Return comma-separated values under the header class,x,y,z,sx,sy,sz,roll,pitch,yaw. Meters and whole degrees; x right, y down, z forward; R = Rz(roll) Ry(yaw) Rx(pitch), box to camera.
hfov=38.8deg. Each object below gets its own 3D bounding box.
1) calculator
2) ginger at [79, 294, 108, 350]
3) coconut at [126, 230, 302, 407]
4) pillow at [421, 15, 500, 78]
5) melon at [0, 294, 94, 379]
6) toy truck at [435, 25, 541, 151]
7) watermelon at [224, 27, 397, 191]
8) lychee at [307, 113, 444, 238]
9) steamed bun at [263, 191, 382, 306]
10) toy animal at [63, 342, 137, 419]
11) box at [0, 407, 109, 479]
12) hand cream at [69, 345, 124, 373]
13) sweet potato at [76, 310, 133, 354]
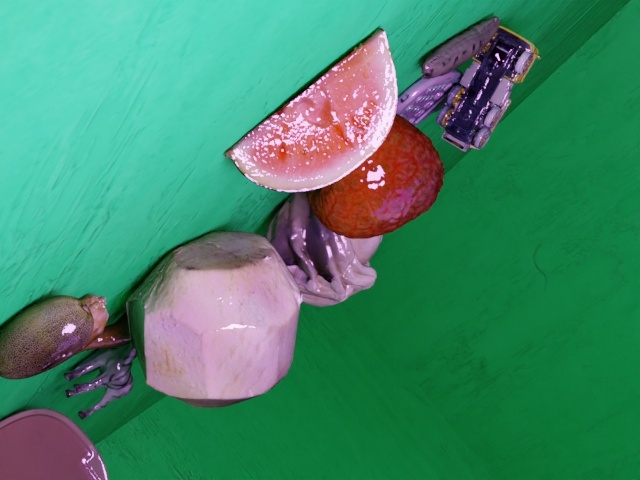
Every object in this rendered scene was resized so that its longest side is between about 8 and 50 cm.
class,x,y,z,sx,sy,sz,roll,pitch,yaw
calculator,0.234,-0.315,2.020,0.185,0.041,0.299,-42,171,25
ginger,-0.425,0.157,1.481,0.190,0.069,0.095,-35,150,-27
coconut,-0.199,0.158,1.729,0.352,0.352,0.352,-39,173,-5
pillow,0.268,-0.370,1.798,0.241,0.051,0.093,-38,174,-31
melon,-0.412,0.144,1.340,0.162,0.099,0.099,-33,173,-7
toy truck,0.372,-0.330,2.004,0.272,0.124,0.157,-62,163,19
watermelon,0.000,-0.195,1.437,0.303,0.159,0.128,-38,-148,3
lychee,0.078,-0.128,1.692,0.255,0.300,0.255,-159,-90,-86
steamed bun,0.000,0.000,2.006,0.206,0.275,0.320,-5,111,-58
toy animal,-0.454,0.277,1.915,0.170,0.090,0.255,-13,148,-41
box,-0.613,0.521,1.959,0.301,0.301,0.216,-37,177,-21
hand cream,-0.415,0.215,2.024,0.312,0.070,0.111,-29,172,-15
sweet potato,-0.397,0.178,1.789,0.249,0.069,0.059,-29,128,-53
